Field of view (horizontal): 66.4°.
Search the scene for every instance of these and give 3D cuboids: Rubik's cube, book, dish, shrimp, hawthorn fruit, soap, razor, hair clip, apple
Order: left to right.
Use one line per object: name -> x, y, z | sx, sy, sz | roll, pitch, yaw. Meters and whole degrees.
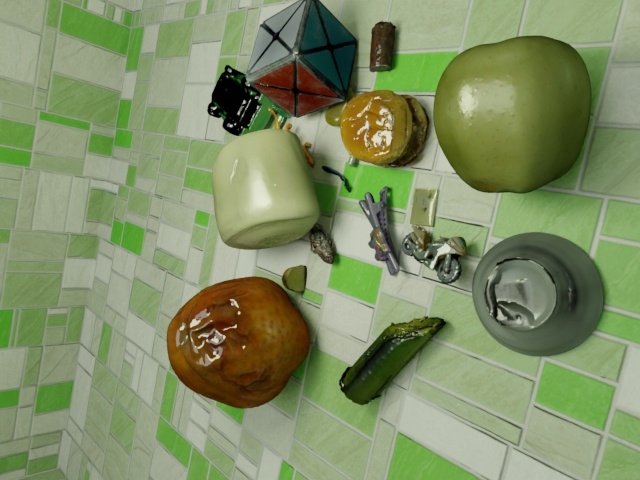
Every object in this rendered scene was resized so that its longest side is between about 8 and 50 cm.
hawthorn fruit -> -0.277, 0.342, 1.649 | 0.471, 0.472, 0.472 | -5, 83, 42
Rubik's cube -> -0.058, -0.599, 1.618 | 0.255, 0.259, 0.260 | -8, 67, 41
shrimp -> 0.001, 0.000, 1.669 | 0.073, 0.074, 0.190 | 104, 153, -53
razor -> 0.056, -0.219, 1.666 | 0.028, 0.044, 0.154 | -42, 52, -3
soap -> 0.066, -0.456, 1.663 | 0.089, 0.045, 0.140 | 32, 104, 36
hair clip -> 0.178, -0.029, 1.498 | 0.137, 0.090, 0.278 | 130, 136, -70
book -> 0.303, -0.099, 1.437 | 0.077, 0.014, 0.111 | 10, 93, 42
apple -> 0.429, -0.284, 1.120 | 0.357, 0.357, 0.357 | -5, 83, 42
dish -> 0.496, 0.129, 1.181 | 0.316, 0.106, 0.316 | -4, 84, 42

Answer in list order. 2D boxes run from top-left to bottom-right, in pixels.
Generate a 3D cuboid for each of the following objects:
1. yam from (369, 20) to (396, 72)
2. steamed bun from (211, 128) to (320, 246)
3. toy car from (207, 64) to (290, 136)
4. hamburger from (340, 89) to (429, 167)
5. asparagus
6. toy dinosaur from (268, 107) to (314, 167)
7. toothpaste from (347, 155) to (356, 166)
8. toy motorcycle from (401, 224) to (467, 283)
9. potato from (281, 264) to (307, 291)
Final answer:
yam -> 0.195, -0.607, 1.542 | 0.079, 0.079, 0.141 | 3, 89, 42
steamed bun -> -0.222, -0.165, 1.677 | 0.456, 0.290, 0.371 | -33, 69, 58
toy car -> -0.294, -0.529, 1.920 | 0.359, 0.176, 0.213 | 45, 114, 39
hamburger -> 0.188, -0.332, 1.463 | 0.244, 0.163, 0.244 | -6, 81, 40
asparagus -> 0.203, 0.329, 1.432 | 0.382, 0.108, 0.128 | -53, 54, 23
toy dinosaur -> -0.125, -0.357, 1.790 | 0.288, 0.070, 0.117 | 47, 127, 13
toothpaste -> 0.134, -0.346, 1.599 | 0.062, 0.037, 0.216 | 24, 99, 41
toy motorcycle -> 0.323, 0.022, 1.365 | 0.229, 0.094, 0.130 | 43, 110, 50
potato -> -0.104, 0.132, 1.728 | 0.066, 0.103, 0.096 | 0, 85, 39
